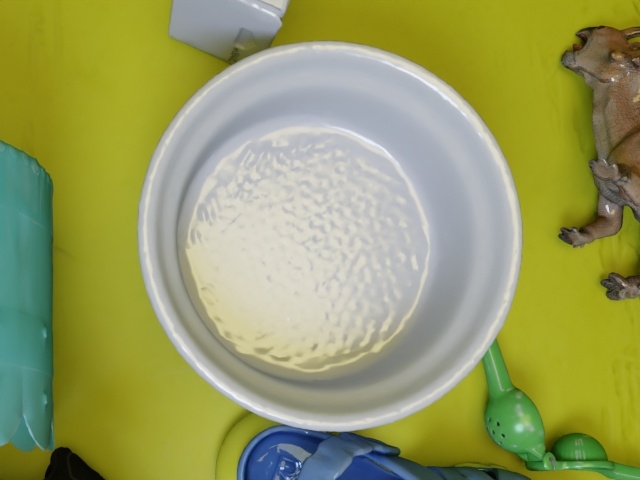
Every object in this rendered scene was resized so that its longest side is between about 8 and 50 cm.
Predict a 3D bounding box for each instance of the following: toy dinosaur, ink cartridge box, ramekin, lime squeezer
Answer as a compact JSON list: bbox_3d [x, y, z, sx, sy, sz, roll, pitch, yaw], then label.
[{"bbox_3d":[0.318,-0.053,0.744,0.295,0.127,0.200,48,71,-9],"label":"toy dinosaur"},{"bbox_3d":[-0.045,-0.256,0.675,0.086,0.148,0.203,21,80,-9],"label":"ink cartridge box"},{"bbox_3d":[0.000,0.000,0.663,0.277,0.135,0.277,1,83,-12],"label":"ramekin"},{"bbox_3d":[0.206,0.156,0.738,0.310,0.059,0.110,39,48,-3],"label":"lime squeezer"}]

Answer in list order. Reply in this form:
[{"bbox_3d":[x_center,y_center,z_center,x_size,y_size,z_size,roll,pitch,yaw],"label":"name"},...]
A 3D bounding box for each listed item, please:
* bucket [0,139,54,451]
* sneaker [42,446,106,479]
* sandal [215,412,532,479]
[{"bbox_3d":[-0.297,0.041,0.535,0.281,0.281,0.183,1,75,-11],"label":"bucket"},{"bbox_3d":[-0.274,0.238,0.585,0.293,0.102,0.146,-23,73,-34],"label":"sneaker"},{"bbox_3d":[0.077,0.219,0.655,0.317,0.138,0.126,16,79,-11],"label":"sandal"}]
